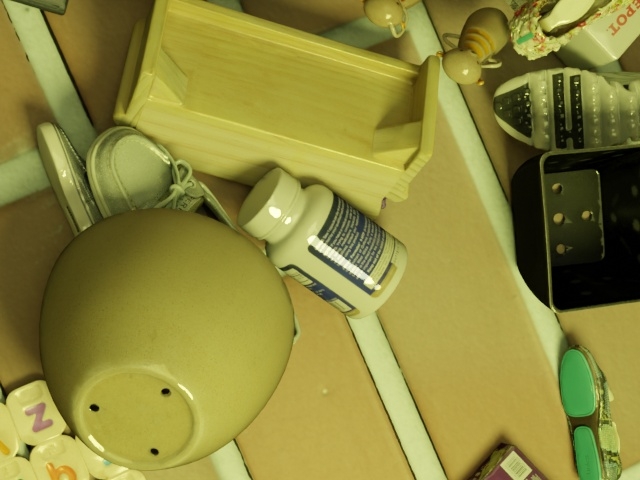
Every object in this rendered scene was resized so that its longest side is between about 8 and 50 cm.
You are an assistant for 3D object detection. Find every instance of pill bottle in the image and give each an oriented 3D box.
[{"bbox_3d":[0.000,0.000,1.519,0.186,0.112,0.112,36,80,-20],"label":"pill bottle"}]

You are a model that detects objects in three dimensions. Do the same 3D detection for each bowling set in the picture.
[{"bbox_3d":[0.122,-0.338,1.493,0.287,0.200,0.154,31,40,5],"label":"bowling set"}]

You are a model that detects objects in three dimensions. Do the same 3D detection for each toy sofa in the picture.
[{"bbox_3d":[-0.053,-0.162,1.525,0.362,0.177,0.150,14,60,-13],"label":"toy sofa"}]

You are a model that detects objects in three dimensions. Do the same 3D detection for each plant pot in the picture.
[{"bbox_3d":[0.329,-0.023,1.582,0.188,0.167,0.187,-6,96,-13],"label":"plant pot"},{"bbox_3d":[-0.177,0.133,1.375,0.284,0.191,0.284,2,119,4],"label":"plant pot"}]

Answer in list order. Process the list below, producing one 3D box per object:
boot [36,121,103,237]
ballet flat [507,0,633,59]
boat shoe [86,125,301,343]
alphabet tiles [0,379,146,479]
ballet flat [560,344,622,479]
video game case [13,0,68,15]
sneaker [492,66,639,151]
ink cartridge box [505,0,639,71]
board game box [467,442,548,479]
[{"bbox_3d":[-0.258,-0.059,1.500,0.086,0.069,0.190,-25,102,-21],"label":"boot"},{"bbox_3d":[0.325,-0.298,1.520,0.241,0.077,0.091,-42,98,-8],"label":"ballet flat"},{"bbox_3d":[-0.140,0.000,1.470,0.118,0.103,0.320,-46,110,-37],"label":"boat shoe"},{"bbox_3d":[-0.339,0.316,1.481,0.284,0.021,0.278,-24,91,-14],"label":"alphabet tiles"},{"bbox_3d":[0.348,0.224,1.643,0.070,0.070,0.188,-6,91,-14],"label":"ballet flat"},{"bbox_3d":[-0.360,-0.421,1.505,0.196,0.026,0.274,15,85,-13],"label":"video game case"},{"bbox_3d":[0.356,-0.169,1.632,0.292,0.118,0.110,0,102,-7],"label":"sneaker"},{"bbox_3d":[0.315,-0.386,1.621,0.289,0.121,0.211,44,79,-9],"label":"ink cartridge box"},{"bbox_3d":[0.282,0.447,1.620,0.347,0.056,0.208,47,74,-8],"label":"board game box"}]
